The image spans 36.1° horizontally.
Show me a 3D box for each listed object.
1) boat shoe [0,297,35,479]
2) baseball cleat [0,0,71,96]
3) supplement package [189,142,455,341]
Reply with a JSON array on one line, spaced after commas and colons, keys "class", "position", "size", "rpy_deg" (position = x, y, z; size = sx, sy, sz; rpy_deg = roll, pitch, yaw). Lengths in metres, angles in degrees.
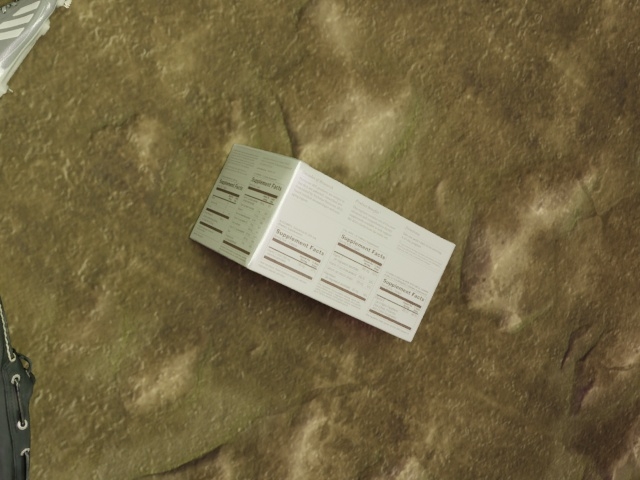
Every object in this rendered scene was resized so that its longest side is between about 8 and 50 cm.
[{"class": "boat shoe", "position": [-0.393, 0.185, 1.167], "size": [0.113, 0.127, 0.340], "rpy_deg": [-12, 99, -57]}, {"class": "baseball cleat", "position": [-0.368, -0.244, 1.113], "size": [0.109, 0.072, 0.206], "rpy_deg": [33, 80, -23]}, {"class": "supplement package", "position": [0.000, 0.000, 1.286], "size": [0.262, 0.204, 0.145], "rpy_deg": [27, 87, -30]}]
